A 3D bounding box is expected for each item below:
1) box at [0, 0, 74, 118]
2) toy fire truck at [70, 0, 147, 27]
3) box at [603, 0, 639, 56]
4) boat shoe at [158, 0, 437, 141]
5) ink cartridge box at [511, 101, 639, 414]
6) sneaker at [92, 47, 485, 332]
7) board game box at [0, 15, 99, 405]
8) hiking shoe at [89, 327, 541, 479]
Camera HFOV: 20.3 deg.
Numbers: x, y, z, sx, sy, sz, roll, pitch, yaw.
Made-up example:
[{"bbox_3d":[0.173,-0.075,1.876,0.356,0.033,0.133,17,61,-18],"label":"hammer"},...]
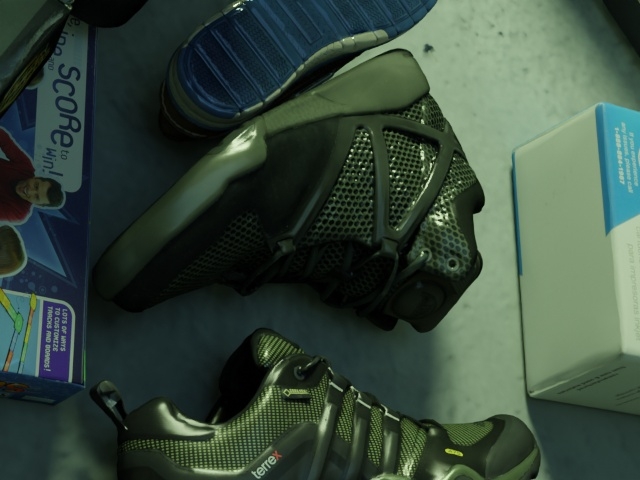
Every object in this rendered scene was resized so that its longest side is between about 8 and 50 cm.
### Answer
[{"bbox_3d":[-0.231,-0.063,0.715,0.175,0.051,0.220,36,61,-3],"label":"box"},{"bbox_3d":[-0.133,-0.243,0.845,0.246,0.158,0.217,44,39,-14],"label":"toy fire truck"},{"bbox_3d":[0.306,-0.259,1.176,0.395,0.097,0.318,-37,95,-39],"label":"box"},{"bbox_3d":[-0.015,-0.107,0.908,0.183,0.066,0.066,-32,88,-33],"label":"boat shoe"},{"bbox_3d":[0.214,0.021,1.001,0.203,0.086,0.148,11,65,-30],"label":"ink cartridge box"},{"bbox_3d":[0.000,0.000,0.861,0.227,0.087,0.130,-30,83,-44],"label":"sneaker"},{"bbox_3d":[-0.167,-0.036,0.794,0.136,0.035,0.201,13,64,-30],"label":"board game box"},{"bbox_3d":[0.007,0.090,0.829,0.227,0.086,0.114,-8,79,-36],"label":"hiking shoe"}]
